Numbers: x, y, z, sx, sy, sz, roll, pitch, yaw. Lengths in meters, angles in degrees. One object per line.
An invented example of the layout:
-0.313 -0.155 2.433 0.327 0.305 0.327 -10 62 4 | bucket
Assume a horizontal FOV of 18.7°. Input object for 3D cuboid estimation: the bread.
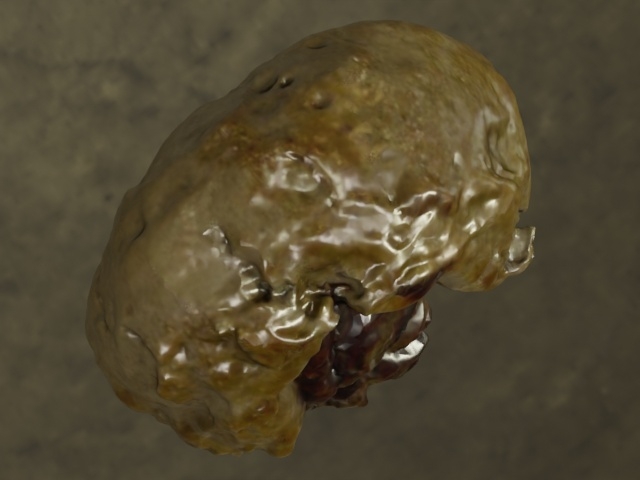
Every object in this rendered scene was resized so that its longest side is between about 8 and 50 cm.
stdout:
0.000 0.000 0.429 0.113 0.060 0.082 -40 156 -5 | bread
